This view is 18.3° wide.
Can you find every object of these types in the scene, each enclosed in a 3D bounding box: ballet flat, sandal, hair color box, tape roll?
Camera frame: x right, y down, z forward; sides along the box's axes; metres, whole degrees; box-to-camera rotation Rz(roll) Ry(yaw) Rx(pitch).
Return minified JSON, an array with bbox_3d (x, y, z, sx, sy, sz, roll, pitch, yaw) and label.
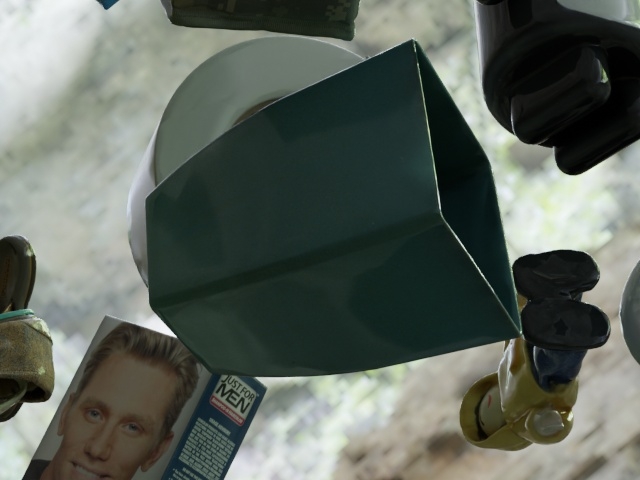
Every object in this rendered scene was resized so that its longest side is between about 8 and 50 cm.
[{"bbox_3d":[-0.390,0.145,1.846,0.316,0.106,0.107,-13,167,-23],"label":"ballet flat"},{"bbox_3d":[-0.374,0.099,2.285,0.090,0.219,0.060,1,172,41],"label":"sandal"},{"bbox_3d":[-0.214,0.265,2.043,0.174,0.105,0.347,15,-109,35],"label":"hair color box"},{"bbox_3d":[-0.038,-0.036,1.732,0.246,0.246,0.169,-42,177,-22],"label":"tape roll"}]

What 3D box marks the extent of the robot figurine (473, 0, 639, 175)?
[{"bbox_3d":[0.222,-0.193,1.789,0.174,0.209,0.278,-4,-130,4],"label":"robot figurine"}]

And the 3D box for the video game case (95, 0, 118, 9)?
[{"bbox_3d":[-0.201,-0.295,1.809,0.119,0.166,0.015,-40,153,-12],"label":"video game case"}]

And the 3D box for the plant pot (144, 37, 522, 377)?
[{"bbox_3d":[0.000,0.000,1.436,0.234,0.165,0.165,-19,-129,16],"label":"plant pot"}]

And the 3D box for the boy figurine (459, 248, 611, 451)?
[{"bbox_3d":[0.195,0.110,1.847,0.092,0.177,0.285,-2,153,-10],"label":"boy figurine"}]

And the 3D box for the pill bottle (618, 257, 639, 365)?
[{"bbox_3d":[0.402,0.106,1.863,0.162,0.162,0.278,-40,141,8],"label":"pill bottle"}]

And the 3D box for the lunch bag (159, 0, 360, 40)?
[{"bbox_3d":[-0.056,-0.307,1.493,0.287,0.169,0.235,-123,-141,-58],"label":"lunch bag"}]
